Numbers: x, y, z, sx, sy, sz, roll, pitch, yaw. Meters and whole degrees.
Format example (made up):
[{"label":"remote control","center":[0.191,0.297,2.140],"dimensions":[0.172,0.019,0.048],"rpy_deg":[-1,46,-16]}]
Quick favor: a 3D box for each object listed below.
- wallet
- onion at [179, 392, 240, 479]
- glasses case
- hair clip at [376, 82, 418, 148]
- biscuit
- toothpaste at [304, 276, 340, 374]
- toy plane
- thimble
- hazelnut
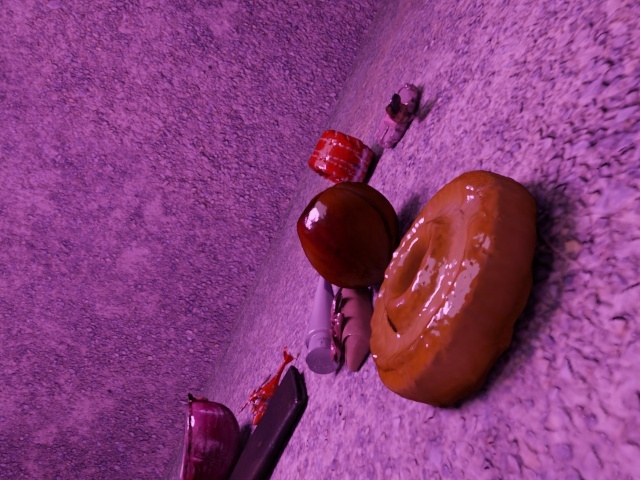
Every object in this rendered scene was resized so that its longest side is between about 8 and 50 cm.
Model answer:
[{"label":"wallet","center":[-0.118,0.446,1.273],"dimensions":[0.321,0.044,0.170],"rpy_deg":[-61,11,8]},{"label":"onion","center":[-0.302,0.605,1.558],"dimensions":[0.267,0.159,0.348],"rpy_deg":[114,157,-63]},{"label":"glasses case","center":[0.042,0.156,1.048],"dimensions":[0.193,0.070,0.102],"rpy_deg":[-88,23,-66]},{"label":"hair clip","center":[0.188,-0.305,1.385],"dimensions":[0.173,0.069,0.300],"rpy_deg":[-62,0,11]},{"label":"biscuit","center":[0.146,0.049,0.698],"dimensions":[0.296,0.102,0.296],"rpy_deg":[-158,90,-81]},{"label":"toothpaste","center":[0.011,0.158,1.198],"dimensions":[0.299,0.073,0.114],"rpy_deg":[-84,-15,-63]},{"label":"toy plane","center":[-0.121,0.361,1.411],"dimensions":[0.126,0.077,0.194],"rpy_deg":[-47,13,50]},{"label":"thimble","center":[0.057,-0.222,1.596],"dimensions":[0.125,0.163,0.189],"rpy_deg":[-64,10,1]},{"label":"hazelnut","center":[0.063,-0.004,1.074],"dimensions":[0.208,0.208,0.208],"rpy_deg":[-62,11,21]}]
